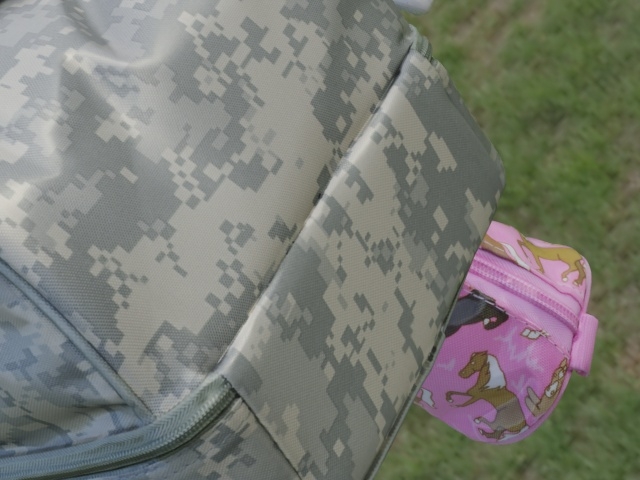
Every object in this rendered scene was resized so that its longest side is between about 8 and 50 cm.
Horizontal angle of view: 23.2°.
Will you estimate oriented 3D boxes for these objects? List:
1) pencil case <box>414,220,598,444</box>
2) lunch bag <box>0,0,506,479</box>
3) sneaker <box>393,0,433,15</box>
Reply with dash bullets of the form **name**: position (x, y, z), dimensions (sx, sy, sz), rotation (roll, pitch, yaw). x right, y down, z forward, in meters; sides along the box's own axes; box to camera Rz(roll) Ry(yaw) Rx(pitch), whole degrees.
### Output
- **pencil case**: position (0.000, 0.000, 1.050), dimensions (0.160, 0.386, 0.167), rotation (-57, 19, 17)
- **lunch bag**: position (-0.082, -0.023, 0.727), dimensions (0.213, 0.256, 0.305), rotation (-12, 34, 41)
- **sneaker**: position (0.084, -0.302, 1.521), dimensions (0.256, 0.094, 0.151), rotation (-131, 58, -76)
